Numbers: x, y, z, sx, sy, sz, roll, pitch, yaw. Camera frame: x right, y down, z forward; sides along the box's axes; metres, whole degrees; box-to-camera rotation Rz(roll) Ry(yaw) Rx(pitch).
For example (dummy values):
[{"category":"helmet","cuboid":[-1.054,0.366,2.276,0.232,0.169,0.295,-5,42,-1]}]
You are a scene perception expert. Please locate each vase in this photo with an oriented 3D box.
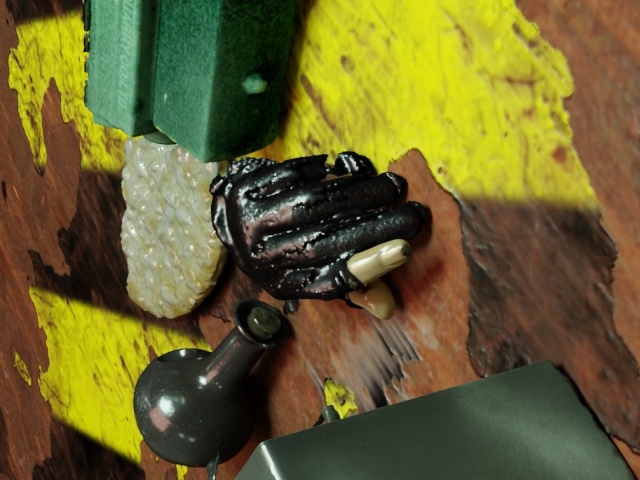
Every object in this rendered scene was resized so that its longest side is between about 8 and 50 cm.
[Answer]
[{"category":"vase","cuboid":[-0.095,0.128,1.040,0.183,0.120,0.120,-50,57,31]}]

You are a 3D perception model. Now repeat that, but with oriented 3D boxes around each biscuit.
[{"category":"biscuit","cuboid":[-0.149,-0.025,1.130,0.265,0.040,0.188,-52,57,47]}]

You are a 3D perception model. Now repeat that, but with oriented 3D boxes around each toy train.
[{"category":"toy train","cuboid":[-0.098,-0.208,0.919,0.178,0.138,0.330,37,133,34]}]

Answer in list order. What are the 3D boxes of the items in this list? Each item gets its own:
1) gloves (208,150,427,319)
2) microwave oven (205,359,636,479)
[{"category":"gloves","cuboid":[-0.002,-0.001,0.860,0.181,0.106,0.129,11,106,58]},{"category":"microwave oven","cuboid":[0.044,0.331,0.767,0.374,0.236,0.432,61,142,25]}]
